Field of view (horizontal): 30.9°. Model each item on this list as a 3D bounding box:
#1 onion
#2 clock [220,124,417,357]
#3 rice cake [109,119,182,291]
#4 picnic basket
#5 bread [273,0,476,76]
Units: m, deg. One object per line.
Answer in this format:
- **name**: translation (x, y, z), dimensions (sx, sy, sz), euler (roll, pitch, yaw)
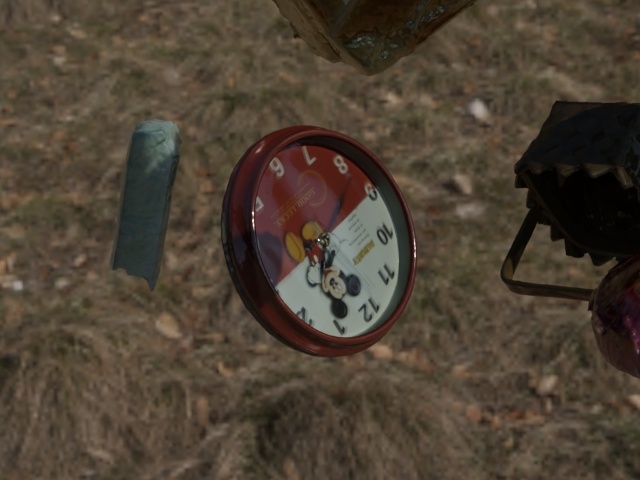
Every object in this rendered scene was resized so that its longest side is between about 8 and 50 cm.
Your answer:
- **onion**: translation (0.459, 0.077, 1.494), dimensions (0.230, 0.163, 0.230), euler (-4, 36, 3)
- **clock**: translation (0.000, 0.000, 1.555), dimensions (0.318, 0.318, 0.080), euler (-11, -5, -43)
- **rice cake**: translation (-0.209, -0.047, 1.384), dimensions (0.063, 0.206, 0.069), euler (11, 25, -6)
- **picnic basket**: translation (0.453, -0.042, 1.885), dimensions (0.254, 0.321, 0.291), euler (6, -31, 44)
- **bread**: translation (0.073, -0.474, 1.650), dimensions (0.390, 0.371, 0.279), euler (-35, 23, 3)
